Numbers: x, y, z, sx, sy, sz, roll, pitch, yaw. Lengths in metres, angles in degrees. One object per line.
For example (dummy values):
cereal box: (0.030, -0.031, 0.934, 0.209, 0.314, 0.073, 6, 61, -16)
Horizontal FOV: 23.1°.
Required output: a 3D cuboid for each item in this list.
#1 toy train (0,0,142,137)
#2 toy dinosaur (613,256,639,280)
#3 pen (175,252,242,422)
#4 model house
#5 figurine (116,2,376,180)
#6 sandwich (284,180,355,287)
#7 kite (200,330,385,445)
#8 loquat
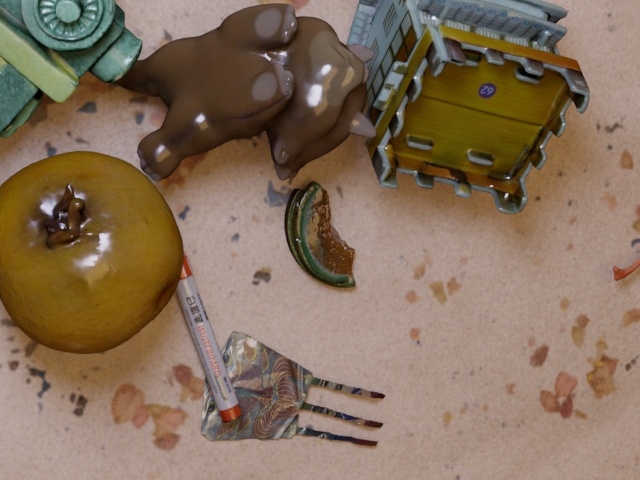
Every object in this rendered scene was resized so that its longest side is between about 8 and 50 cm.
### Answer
toy train: (-0.372, -0.258, 1.532, 0.397, 0.160, 0.253, 41, 103, -20)
toy dinosaur: (0.447, -0.062, 1.920, 0.279, 0.055, 0.101, -37, 131, -14)
pen: (-0.136, 0.092, 1.745, 0.028, 0.028, 0.239, -22, 103, -16)
model house: (0.160, -0.176, 1.718, 0.224, 0.215, 0.198, 10, 133, -20)
figurine: (-0.061, -0.149, 1.661, 0.247, 0.177, 0.173, -30, 151, 21)
sandwich: (0.000, 0.002, 1.783, 0.067, 0.029, 0.135, -32, 107, -12)
kite: (-0.025, 0.183, 1.808, 0.229, 0.016, 0.127, 12, 97, -20)
loquat: (-0.243, 0.012, 1.603, 0.208, 0.208, 0.208, -3, 98, -19)
